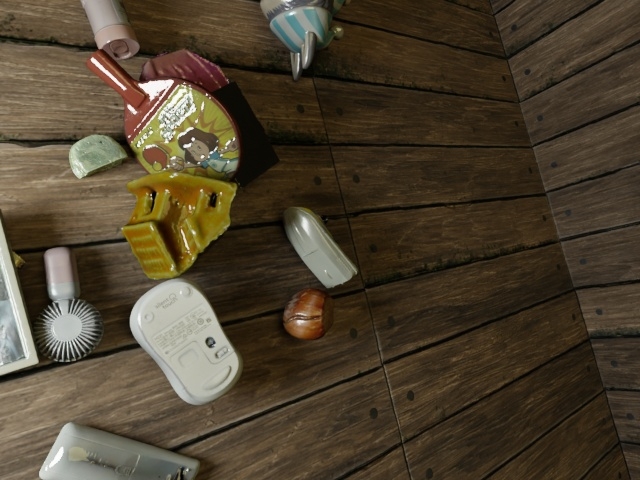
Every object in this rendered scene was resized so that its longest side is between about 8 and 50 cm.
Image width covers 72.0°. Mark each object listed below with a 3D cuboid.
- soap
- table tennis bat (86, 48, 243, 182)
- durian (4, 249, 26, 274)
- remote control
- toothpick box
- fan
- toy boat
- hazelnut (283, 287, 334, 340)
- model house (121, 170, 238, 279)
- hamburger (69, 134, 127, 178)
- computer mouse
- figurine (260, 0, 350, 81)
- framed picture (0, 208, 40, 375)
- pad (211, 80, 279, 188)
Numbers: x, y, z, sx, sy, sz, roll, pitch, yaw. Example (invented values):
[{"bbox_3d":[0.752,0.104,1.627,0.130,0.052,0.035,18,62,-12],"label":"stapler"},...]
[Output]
[{"bbox_3d":[-0.325,-0.357,1.179,0.324,0.127,0.220,52,53,-11],"label":"soap"},{"bbox_3d":[-0.372,-0.286,1.065,0.415,0.268,0.051,43,20,-17],"label":"table tennis bat"},{"bbox_3d":[-0.655,0.047,0.870,0.131,0.066,0.052,11,28,-7],"label":"durian"},{"bbox_3d":[-0.407,0.484,0.931,0.313,0.055,0.109,32,61,-25],"label":"remote control"},{"bbox_3d":[-0.527,-0.546,1.104,0.098,0.098,0.148,-20,89,-37],"label":"toothpick box"},{"bbox_3d":[-0.538,0.132,0.932,0.130,0.074,0.244,-8,76,-25],"label":"fan"},{"bbox_3d":[0.000,0.007,1.302,0.141,0.141,0.269,-31,94,-37],"label":"toy boat"},{"bbox_3d":[-0.034,0.205,1.232,0.143,0.143,0.154,32,54,-24],"label":"hazelnut"},{"bbox_3d":[-0.333,-0.029,1.031,0.173,0.268,0.239,29,62,-48],"label":"model house"},{"bbox_3d":[-0.533,-0.205,1.038,0.121,0.054,0.084,-35,100,-29],"label":"hamburger"},{"bbox_3d":[-0.305,0.234,1.030,0.184,0.121,0.296,-39,97,-23],"label":"computer mouse"},{"bbox_3d":[-0.061,-0.721,1.459,0.361,0.267,0.377,-12,118,-61],"label":"figurine"},{"bbox_3d":[-0.691,0.114,0.818,0.241,0.020,0.324,-15,86,-20],"label":"framed picture"},{"bbox_3d":[-0.215,-0.277,1.151,0.164,0.004,0.243,-44,114,-36],"label":"pad"}]
